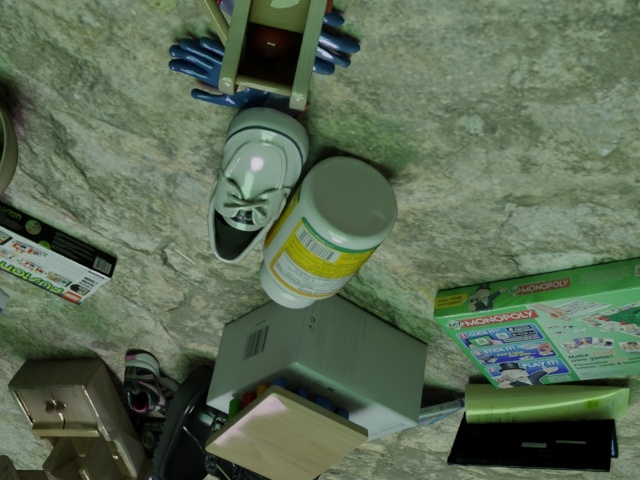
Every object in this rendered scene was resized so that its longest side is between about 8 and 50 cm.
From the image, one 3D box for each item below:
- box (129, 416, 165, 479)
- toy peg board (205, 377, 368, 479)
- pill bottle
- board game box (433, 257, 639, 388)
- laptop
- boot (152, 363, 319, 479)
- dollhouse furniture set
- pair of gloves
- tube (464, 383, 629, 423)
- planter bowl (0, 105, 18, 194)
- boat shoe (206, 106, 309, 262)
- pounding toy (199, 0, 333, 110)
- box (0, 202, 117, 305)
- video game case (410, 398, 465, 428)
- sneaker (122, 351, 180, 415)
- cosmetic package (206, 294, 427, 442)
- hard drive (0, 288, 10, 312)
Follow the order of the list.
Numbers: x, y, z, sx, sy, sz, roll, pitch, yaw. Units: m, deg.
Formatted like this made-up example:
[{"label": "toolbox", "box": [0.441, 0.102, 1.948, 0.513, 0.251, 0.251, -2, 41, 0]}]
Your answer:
[{"label": "box", "box": [-0.334, 0.405, 1.990, 0.147, 0.077, 0.180, 2, 145, 15]}, {"label": "toy peg board", "box": [-0.046, 0.248, 1.446, 0.161, 0.079, 0.161, 29, 127, -25]}, {"label": "pill bottle", "box": [0.000, 0.000, 1.256, 0.118, 0.117, 0.208, 20, 145, -12]}, {"label": "board game box", "box": [0.339, 0.116, 1.395, 0.317, 0.046, 0.213, -11, 140, 30]}, {"label": "laptop", "box": [0.339, 0.340, 1.642, 0.234, 0.264, 0.136, -2, 108, 18]}, {"label": "boot", "box": [-0.142, 0.379, 1.759, 0.260, 0.131, 0.348, 35, 148, 11]}, {"label": "dollhouse furniture set", "box": [-0.460, 0.416, 1.700, 0.362, 0.394, 0.256, -5, 123, 22]}, {"label": "pair of gloves", "box": [-0.062, -0.190, 1.081, 0.159, 0.023, 0.198, 27, 142, -20]}, {"label": "tube", "box": [0.338, 0.244, 1.577, 0.240, 0.062, 0.070, -2, -175, 11]}, {"label": "planter bowl", "box": [-0.418, -0.099, 1.218, 0.162, 0.162, 0.109, 5, 172, 9]}, {"label": "boat shoe", "box": [-0.083, -0.054, 1.206, 0.096, 0.088, 0.267, 18, 152, -12]}, {"label": "pounding toy", "box": [-0.067, -0.211, 0.910, 0.155, 0.154, 0.269, 12, 139, -2]}, {"label": "box", "box": [-0.402, 0.016, 1.471, 0.207, 0.036, 0.114, 29, 143, -25]}, {"label": "video game case", "box": [0.129, 0.286, 1.655, 0.166, 0.015, 0.119, -8, 160, -27]}, {"label": "sneaker", "box": [-0.290, 0.259, 1.761, 0.072, 0.077, 0.178, -3, 145, 22]}, {"label": "cosmetic package", "box": [-0.004, 0.196, 1.532, 0.225, 0.138, 0.224, 29, 143, -27]}, {"label": "hard drive", "box": [-0.610, -0.001, 1.467, 0.210, 0.040, 0.318, 4, 148, 33]}]
